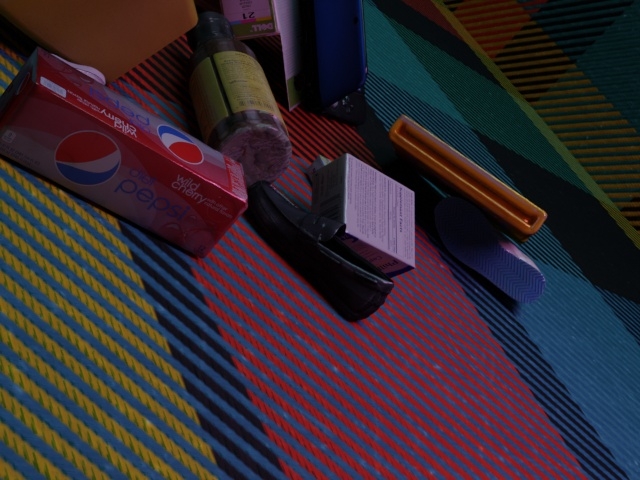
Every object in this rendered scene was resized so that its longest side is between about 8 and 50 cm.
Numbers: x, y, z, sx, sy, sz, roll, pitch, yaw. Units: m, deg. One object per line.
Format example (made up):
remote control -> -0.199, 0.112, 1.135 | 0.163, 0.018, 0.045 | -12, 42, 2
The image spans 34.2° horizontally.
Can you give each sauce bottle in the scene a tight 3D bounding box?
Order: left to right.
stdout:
sauce bottle -> -0.124, -0.207, 1.428 | 0.111, 0.111, 0.344 | 28, 27, -34

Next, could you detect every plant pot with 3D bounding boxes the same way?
plant pot -> -0.269, -0.321, 1.257 | 0.187, 0.212, 0.212 | 54, 4, -44

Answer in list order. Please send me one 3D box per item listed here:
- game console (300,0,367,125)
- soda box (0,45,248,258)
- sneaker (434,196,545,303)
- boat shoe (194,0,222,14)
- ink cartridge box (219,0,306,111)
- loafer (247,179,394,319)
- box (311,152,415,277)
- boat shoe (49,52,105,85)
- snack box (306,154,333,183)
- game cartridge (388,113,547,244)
game console -> 0.060, -0.369, 1.794 | 0.250, 0.173, 0.293 | 8, 77, -56
soda box -> -0.205, -0.086, 1.086 | 0.263, 0.092, 0.083 | 29, 25, -30
sneaker -> 0.280, 0.017, 1.767 | 0.228, 0.087, 0.092 | 45, 6, 2
boat shoe -> -0.194, -0.454, 1.785 | 0.109, 0.098, 0.302 | 51, 23, 20
ink cartridge box -> -0.092, -0.356, 1.769 | 0.189, 0.097, 0.255 | -57, 141, -69
loafer -> 0.000, 0.000, 1.299 | 0.223, 0.078, 0.076 | 46, 21, 7
box -> 0.058, -0.028, 1.408 | 0.137, 0.072, 0.126 | 27, 52, -35
boat shoe -> -0.292, -0.188, 1.215 | 0.100, 0.035, 0.035 | 17, 60, -55
snack box -> 0.045, -0.055, 1.535 | 0.100, 0.037, 0.141 | 21, 32, -41
game cartridge -> 0.248, -0.094, 1.786 | 0.285, 0.052, 0.324 | 36, 0, 8
